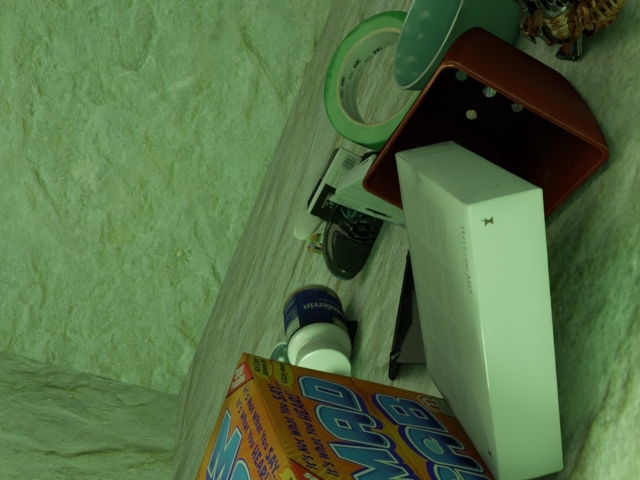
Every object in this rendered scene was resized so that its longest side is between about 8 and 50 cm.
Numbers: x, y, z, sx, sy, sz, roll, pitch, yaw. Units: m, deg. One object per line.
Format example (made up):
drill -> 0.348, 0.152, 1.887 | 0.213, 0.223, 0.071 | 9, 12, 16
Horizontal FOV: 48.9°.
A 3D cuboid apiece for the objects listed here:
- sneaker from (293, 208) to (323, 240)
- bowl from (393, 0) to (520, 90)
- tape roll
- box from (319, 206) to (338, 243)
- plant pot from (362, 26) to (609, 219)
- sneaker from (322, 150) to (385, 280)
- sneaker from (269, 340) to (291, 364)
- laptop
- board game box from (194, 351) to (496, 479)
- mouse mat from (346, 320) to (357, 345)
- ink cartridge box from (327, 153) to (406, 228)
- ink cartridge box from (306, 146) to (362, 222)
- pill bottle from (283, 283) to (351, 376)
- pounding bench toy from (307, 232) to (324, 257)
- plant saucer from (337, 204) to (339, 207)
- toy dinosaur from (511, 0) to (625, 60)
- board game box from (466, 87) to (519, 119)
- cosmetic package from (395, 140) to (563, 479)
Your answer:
sneaker -> -0.010, -0.072, 2.177 | 0.212, 0.080, 0.094 | -60, -26, -26
bowl -> 0.288, -0.425, 1.424 | 0.311, 0.163, 0.311 | -161, 90, -74
tape roll -> 0.155, -0.376, 1.671 | 0.321, 0.077, 0.321 | -9, 76, 37
box -> 0.065, -0.025, 1.846 | 0.102, 0.101, 0.087 | 149, 136, -70
plant pot -> 0.259, -0.180, 1.117 | 0.267, 0.267, 0.236 | -56, 10, 45
sneaker -> 0.101, -0.068, 1.728 | 0.139, 0.125, 0.341 | 178, 109, -75
sneaker -> -0.122, 0.412, 1.990 | 0.163, 0.086, 0.226 | -81, 5, -67
laptop -> 0.213, 0.138, 1.328 | 0.264, 0.136, 0.234 | 78, -157, -68
board game box -> 0.033, 0.415, 0.935 | 0.356, 0.356, 0.356 | -69, 21, 9
mouse mat -> 0.042, 0.274, 1.769 | 0.189, 0.007, 0.152 | 162, 125, -72
ink cartridge box -> 0.152, -0.088, 1.397 | 0.224, 0.223, 0.045 | 155, 132, -67
ink cartridge box -> 0.028, -0.150, 1.813 | 0.176, 0.069, 0.371 | -62, 6, 6
pill bottle -> -0.007, 0.232, 1.687 | 0.265, 0.153, 0.153 | -104, 35, -61
pounding bench toy -> 0.000, 0.000, 2.105 | 0.052, 0.065, 0.083 | 143, 142, -64
plant saucer -> 0.069, -0.113, 2.089 | 0.192, 0.018, 0.067 | 153, 134, -70
toy dinosaur -> 0.393, -0.387, 1.086 | 0.322, 0.164, 0.218 | 14, 125, 61
board game box -> 0.326, -0.244, 1.343 | 0.154, 0.026, 0.103 | 146, 140, -66
cosmetic package -> 0.205, 0.081, 0.939 | 0.284, 0.097, 0.377 | -113, 11, -69
